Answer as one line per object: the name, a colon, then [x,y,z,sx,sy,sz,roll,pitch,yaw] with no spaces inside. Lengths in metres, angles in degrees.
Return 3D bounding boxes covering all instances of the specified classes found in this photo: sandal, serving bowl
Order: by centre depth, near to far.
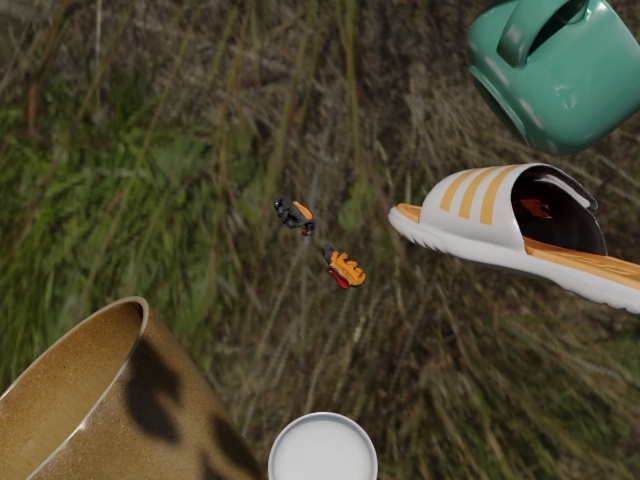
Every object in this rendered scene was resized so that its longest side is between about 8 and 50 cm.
sandal: [0.161,-0.011,0.886,0.102,0.265,0.076,5,99,-42]
serving bowl: [0.001,0.173,1.003,0.083,0.027,0.083,0,84,-3]

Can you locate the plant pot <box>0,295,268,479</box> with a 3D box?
plant pot: [-0.138,0.215,1.045,0.237,0.237,0.254,-39,110,11]

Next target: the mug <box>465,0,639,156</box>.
mug: [0.159,-0.134,0.945,0.097,0.129,0.158,-39,125,4]

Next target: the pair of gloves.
pair of gloves: [0.000,0.000,0.907,0.010,0.074,0.083,-44,87,12]
